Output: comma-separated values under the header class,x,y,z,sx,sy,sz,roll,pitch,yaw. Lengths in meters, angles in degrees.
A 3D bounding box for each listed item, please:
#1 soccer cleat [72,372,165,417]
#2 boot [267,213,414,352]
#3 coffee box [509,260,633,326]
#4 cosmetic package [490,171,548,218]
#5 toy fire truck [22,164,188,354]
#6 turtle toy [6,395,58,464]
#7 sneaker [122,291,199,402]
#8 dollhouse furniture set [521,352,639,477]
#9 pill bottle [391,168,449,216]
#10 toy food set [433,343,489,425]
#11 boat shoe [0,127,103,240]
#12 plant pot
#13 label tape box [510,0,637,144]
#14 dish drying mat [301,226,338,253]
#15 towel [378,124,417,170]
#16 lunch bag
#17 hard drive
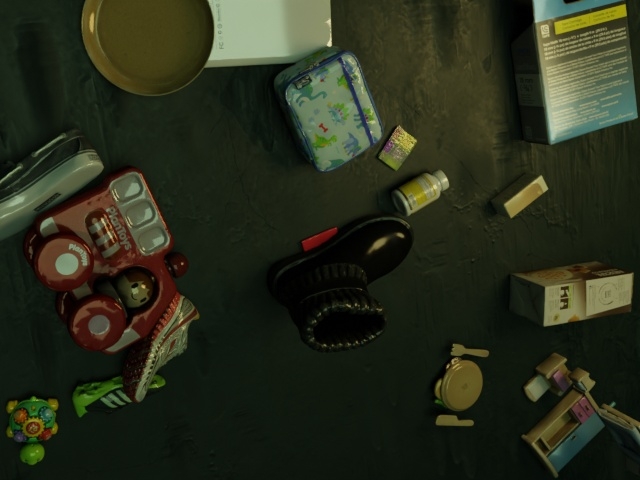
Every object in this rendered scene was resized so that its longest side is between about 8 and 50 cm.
class,x,y,z,sx,sy,sz,roll,pitch,yaw
soccer cleat,-0.396,0.303,1.578,0.179,0.060,0.072,-7,121,-18
boot,0.082,0.084,1.595,0.348,0.260,0.131,-28,116,-13
coffee box,0.583,0.121,1.869,0.247,0.141,0.098,-7,104,-19
cosmetic package,0.449,-0.103,1.811,0.115,0.060,0.041,-37,112,-9
toy fire truck,-0.378,0.045,1.465,0.254,0.169,0.302,-30,112,-18
turtle toy,-0.546,0.359,1.520,0.095,0.066,0.130,0,102,-21
sneaker,-0.304,0.211,1.551,0.093,0.088,0.225,36,70,-31
dollhouse furniture set,0.637,0.469,1.878,0.198,0.303,0.286,-42,113,-9
pill bottle,0.215,-0.105,1.716,0.116,0.065,0.065,-30,111,-13
toy food set,0.323,0.337,1.877,0.133,0.039,0.191,12,92,-30
boat shoe,-0.534,-0.092,1.413,0.301,0.108,0.102,-34,80,2
plant pot,-0.306,-0.380,1.437,0.237,0.032,0.236,0,103,-1
label tape box,0.553,-0.403,1.759,0.241,0.106,0.333,-17,107,-17
dish drying mat,0.000,0.000,1.686,0.083,0.008,0.032,-23,111,-17
towel,0.164,-0.196,1.706,0.060,0.009,0.083,33,89,-25
lunch bag,0.020,-0.259,1.574,0.176,0.090,0.218,-29,123,-11
hard drive,-0.136,-0.439,1.517,0.319,0.040,0.210,-8,105,-20
